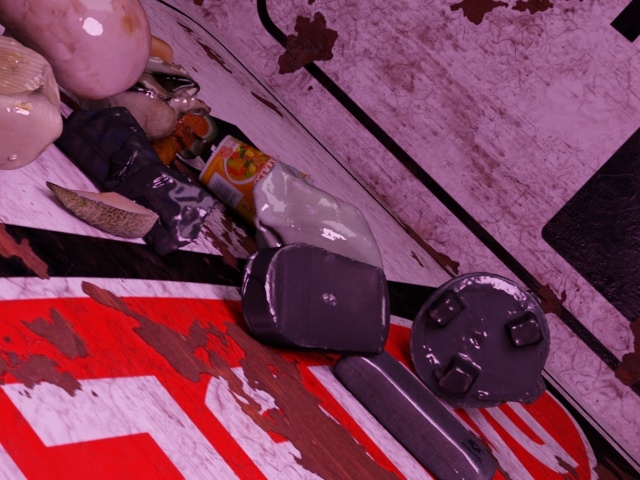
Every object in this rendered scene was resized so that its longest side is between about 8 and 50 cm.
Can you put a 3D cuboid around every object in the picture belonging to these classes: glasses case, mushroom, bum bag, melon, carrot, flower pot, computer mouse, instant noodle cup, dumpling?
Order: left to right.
[{"bbox_3d":[-0.418,-0.313,1.669,0.297,0.290,0.297,45,5,-5],"label":"mushroom"},{"bbox_3d":[-0.325,-0.051,1.618,0.098,0.054,0.182,40,11,19],"label":"melon"},{"bbox_3d":[-0.295,-0.108,1.762,0.310,0.137,0.074,46,-31,13],"label":"bum bag"},{"bbox_3d":[-0.328,-0.255,2.038,0.248,0.130,0.344,20,17,-12],"label":"mushroom"},{"bbox_3d":[-0.310,-0.141,1.943,0.066,0.066,0.314,41,13,-6],"label":"carrot"},{"bbox_3d":[-0.140,-0.115,2.206,0.185,0.168,0.168,35,12,0],"label":"instant noodle cup"},{"bbox_3d":[-0.014,0.015,1.964,0.270,0.212,0.320,47,-27,42],"label":"dumpling"},{"bbox_3d":[-0.012,0.102,1.789,0.295,0.087,0.168,14,70,-36],"label":"computer mouse"},{"bbox_3d":[0.161,0.300,1.865,0.323,0.074,0.131,45,14,10],"label":"glasses case"},{"bbox_3d":[0.337,0.208,2.244,0.299,0.299,0.283,43,5,5],"label":"flower pot"}]

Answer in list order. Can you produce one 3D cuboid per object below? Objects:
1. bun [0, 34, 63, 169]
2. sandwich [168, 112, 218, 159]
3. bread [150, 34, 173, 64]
[{"bbox_3d":[-0.452,-0.182,1.482,0.230,0.145,0.229,10,38,-8],"label":"bun"},{"bbox_3d":[-0.292,-0.234,2.308,0.159,0.079,0.235,17,22,-41],"label":"sandwich"},{"bbox_3d":[-0.435,-0.397,2.284,0.091,0.141,0.305,11,-8,37],"label":"bread"}]
